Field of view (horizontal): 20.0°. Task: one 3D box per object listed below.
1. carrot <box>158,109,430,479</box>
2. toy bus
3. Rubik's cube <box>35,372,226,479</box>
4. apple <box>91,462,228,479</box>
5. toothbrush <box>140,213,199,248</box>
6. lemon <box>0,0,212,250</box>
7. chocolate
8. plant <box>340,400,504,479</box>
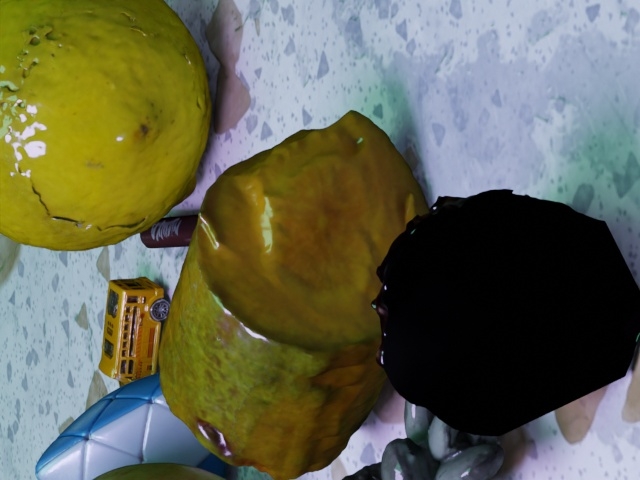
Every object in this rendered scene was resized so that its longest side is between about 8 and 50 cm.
[{"bbox_3d":[-0.026,0.067,1.813,0.241,0.242,0.340,61,142,40],"label":"carrot"},{"bbox_3d":[-0.246,0.133,2.360,0.069,0.074,0.162,27,114,57],"label":"toy bus"},{"bbox_3d":[-0.194,0.223,2.230,0.254,0.254,0.254,4,95,60],"label":"Rubik's cube"},{"bbox_3d":[-0.184,0.408,2.017,0.319,0.277,0.319,7,103,33],"label":"apple"},{"bbox_3d":[-0.129,-0.014,2.187,0.364,0.041,0.040,-4,88,60],"label":"toothbrush"},{"bbox_3d":[-0.312,-0.163,2.206,0.387,0.350,0.349,24,112,50],"label":"lemon"},{"bbox_3d":[0.146,0.034,1.591,0.206,0.224,0.177,61,-173,-17],"label":"chocolate"},{"bbox_3d":[0.099,0.244,1.693,0.146,0.149,0.274,47,135,29],"label":"plant"}]
